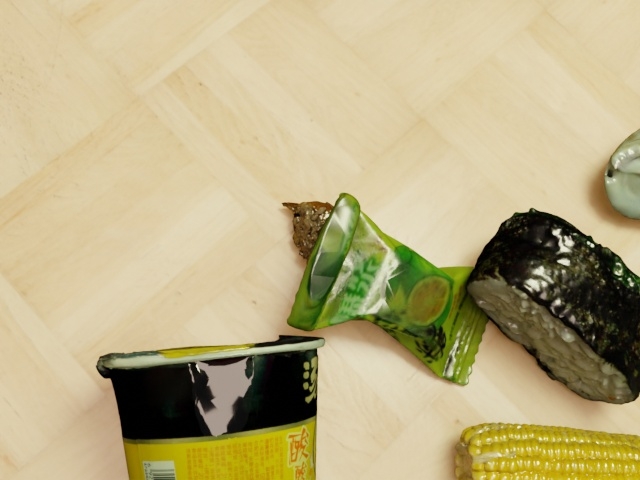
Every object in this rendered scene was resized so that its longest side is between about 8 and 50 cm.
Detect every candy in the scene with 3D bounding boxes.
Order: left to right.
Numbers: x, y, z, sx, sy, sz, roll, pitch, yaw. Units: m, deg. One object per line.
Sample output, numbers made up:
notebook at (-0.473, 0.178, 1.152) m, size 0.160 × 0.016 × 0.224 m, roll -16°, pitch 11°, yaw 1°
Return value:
candy at (0.087, 0.062, 0.742) m, size 0.246 × 0.069 × 0.149 m, roll 25°, pitch 80°, yaw -20°

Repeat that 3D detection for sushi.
sushi at (0.000, 0.000, 0.772) m, size 0.055 × 0.052 × 0.120 m, roll -19°, pitch 81°, yaw -27°
sushi at (0.272, 0.069, 0.733) m, size 0.225 × 0.124 × 0.127 m, roll 42°, pitch 70°, yaw -7°

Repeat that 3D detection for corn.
corn at (0.264, 0.242, 0.707) m, size 0.244 × 0.093 × 0.093 m, roll 4°, pitch 73°, yaw -5°

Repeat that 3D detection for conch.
conch at (0.423, -0.090, 0.822) m, size 0.173 × 0.106 × 0.116 m, roll -22°, pitch 97°, yaw 6°

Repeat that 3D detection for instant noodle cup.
instant noodle cup at (-0.091, 0.210, 0.629) m, size 0.215 × 0.215 × 0.236 m, roll -4°, pitch 81°, yaw -8°
